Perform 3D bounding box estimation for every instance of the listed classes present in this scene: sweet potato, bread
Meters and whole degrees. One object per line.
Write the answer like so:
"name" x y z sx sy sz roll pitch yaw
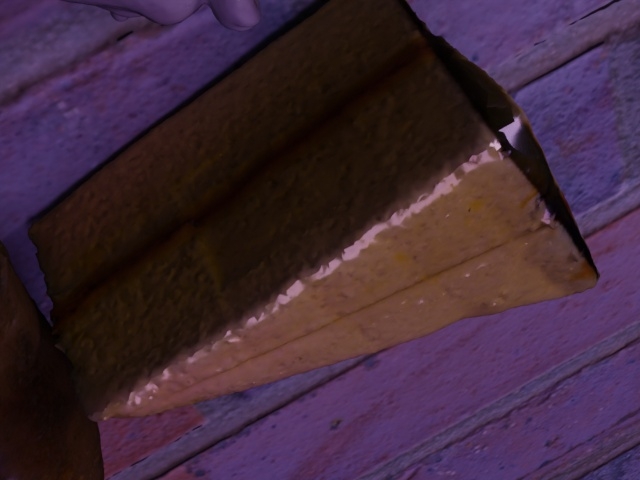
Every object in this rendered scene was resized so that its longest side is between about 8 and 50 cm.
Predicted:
"sweet potato" -0.212 0.053 0.600 0.130 0.130 0.422 -25 133 -8
"bread" -0.004 0.001 0.641 0.264 0.167 0.163 -34 140 9

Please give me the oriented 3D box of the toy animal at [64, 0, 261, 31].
"toy animal" -0.112 -0.131 0.480 0.221 0.103 0.130 -20 139 -13
